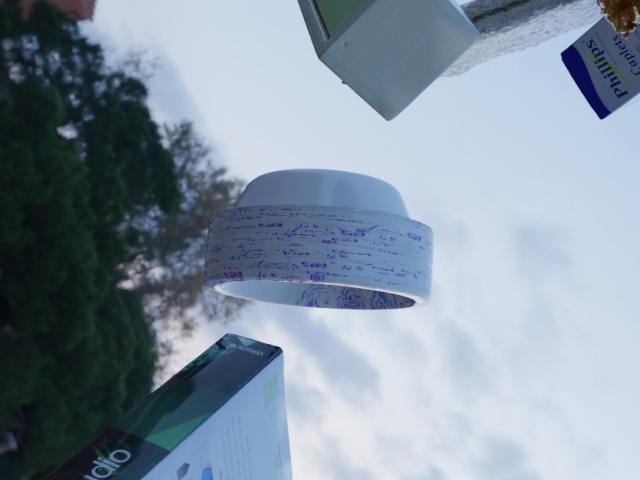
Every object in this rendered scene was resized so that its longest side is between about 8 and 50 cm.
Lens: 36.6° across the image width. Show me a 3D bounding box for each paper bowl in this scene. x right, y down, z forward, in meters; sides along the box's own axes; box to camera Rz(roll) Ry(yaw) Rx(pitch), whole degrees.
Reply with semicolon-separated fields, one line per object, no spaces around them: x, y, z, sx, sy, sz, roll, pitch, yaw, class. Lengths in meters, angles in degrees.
0.000;0.000;1.207;0.284;0.284;0.148;160;-65;-69;paper bowl

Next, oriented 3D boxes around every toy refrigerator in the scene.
0.040;-0.222;0.848;0.094;0.102;0.269;38;20;-27;toy refrigerator

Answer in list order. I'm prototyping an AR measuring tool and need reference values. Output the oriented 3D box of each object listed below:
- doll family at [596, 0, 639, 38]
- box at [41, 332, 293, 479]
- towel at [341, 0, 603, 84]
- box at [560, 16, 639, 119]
0.218;-0.202;0.549;0.163;0.118;0.263;-134;-132;-75;doll family
-0.122;0.235;0.614;0.058;0.322;0.232;11;-62;28;box
0.165;-0.211;0.985;0.187;0.282;0.049;-21;93;-73;towel
0.297;-0.180;0.820;0.072;0.126;0.137;58;-39;9;box
